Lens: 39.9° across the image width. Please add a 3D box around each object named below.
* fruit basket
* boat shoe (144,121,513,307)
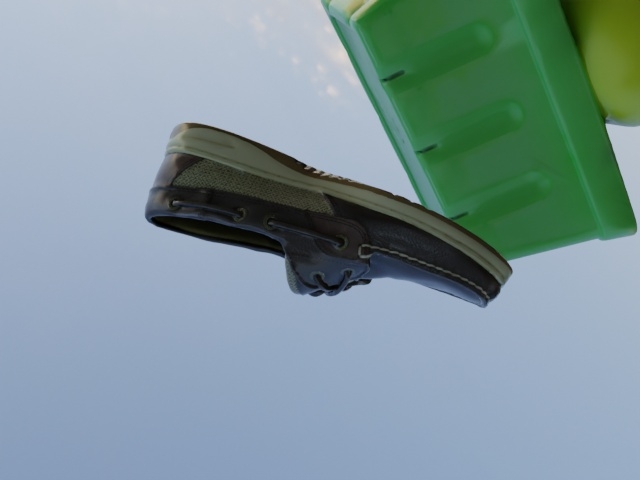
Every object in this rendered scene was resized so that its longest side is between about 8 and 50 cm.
[{"bbox_3d":[0.236,-0.190,0.880,0.392,0.392,0.283,29,-166,-21],"label":"fruit basket"},{"bbox_3d":[0.000,0.000,0.359,0.152,0.056,0.049,21,-102,15],"label":"boat shoe"}]
